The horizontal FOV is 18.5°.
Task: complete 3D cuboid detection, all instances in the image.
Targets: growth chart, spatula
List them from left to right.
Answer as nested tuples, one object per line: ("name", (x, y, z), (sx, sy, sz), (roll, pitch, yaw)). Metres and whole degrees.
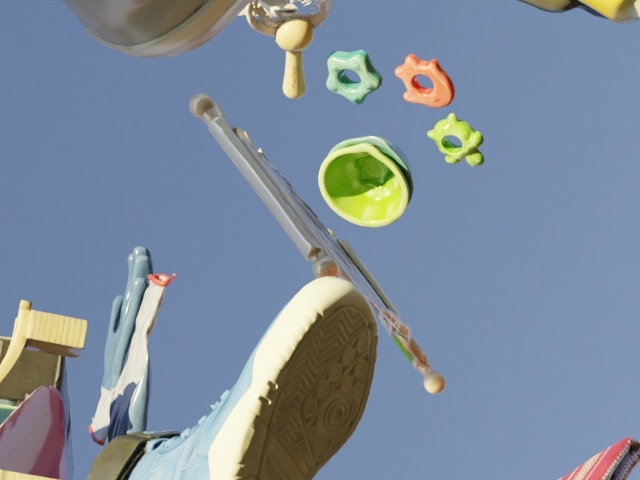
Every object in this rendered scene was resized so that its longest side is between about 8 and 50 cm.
("spatula", (-0.184, 0.209, 1.121), (0.084, 0.030, 0.296), (-52, -17, -56))
("growth chart", (0.000, 0.000, 1.268), (0.021, 0.172, 0.237), (-39, -30, 3))

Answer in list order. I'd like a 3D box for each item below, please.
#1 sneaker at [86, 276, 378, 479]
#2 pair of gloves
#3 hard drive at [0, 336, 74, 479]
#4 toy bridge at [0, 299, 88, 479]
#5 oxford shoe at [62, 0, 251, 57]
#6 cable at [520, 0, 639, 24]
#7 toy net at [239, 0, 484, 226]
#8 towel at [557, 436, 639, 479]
("sneaker", (-0.041, 0.074, 0.712), (0.058, 0.085, 0.152), (17, -83, -46))
("pair of gloves", (-0.143, 0.089, 1.491), (0.023, 0.198, 0.159), (13, -85, -14))
("hard drive", (-0.355, 0.130, 1.458), (0.237, 0.339, 0.064), (98, 179, -61))
("toy bridge", (-0.156, 0.118, 0.944), (0.063, 0.026, 0.188), (11, -110, -15))
("oxford shoe", (-0.007, -0.283, 0.957), (0.130, 0.169, 0.449), (21, -66, -47))
("cable", (0.003, -0.130, 0.505), (0.139, 0.287, 0.072), (-56, -13, -46))
("toy net", (0.010, -0.119, 1.361), (0.232, 0.122, 0.045), (53, -139, -18))
("towel", (0.064, 0.224, 1.156), (0.275, 0.031, 0.199), (-39, -1, 28))
